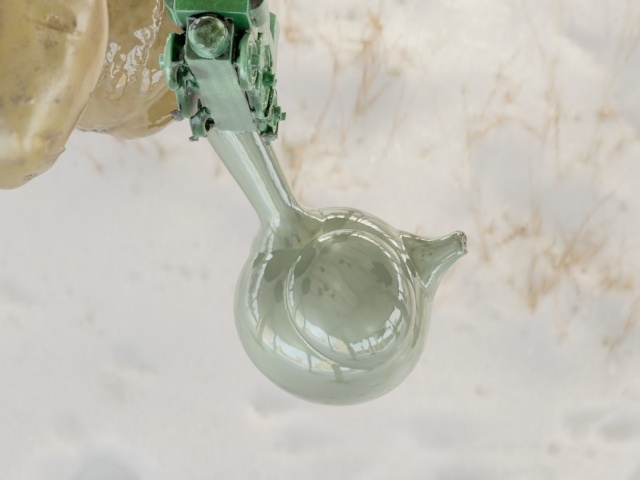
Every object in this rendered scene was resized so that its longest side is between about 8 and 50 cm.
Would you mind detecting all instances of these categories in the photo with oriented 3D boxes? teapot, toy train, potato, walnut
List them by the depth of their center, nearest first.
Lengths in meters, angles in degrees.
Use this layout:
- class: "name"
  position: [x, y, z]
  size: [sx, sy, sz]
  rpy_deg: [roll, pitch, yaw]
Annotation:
- class: "toy train"
  position: [-0.061, -0.129, 1.174]
  size: [0.071, 0.178, 0.105]
  rpy_deg: [4, 76, 6]
- class: "potato"
  position: [-0.232, -0.164, 1.358]
  size: [0.161, 0.128, 0.235]
  rpy_deg: [-25, 76, 22]
- class: "walnut"
  position: [-0.191, -0.225, 1.669]
  size: [0.224, 0.225, 0.261]
  rpy_deg: [10, 76, 3]
- class: "teapot"
  position: [-0.022, 0.028, 1.779]
  size: [0.318, 0.149, 0.220]
  rpy_deg: [31, 69, -13]
